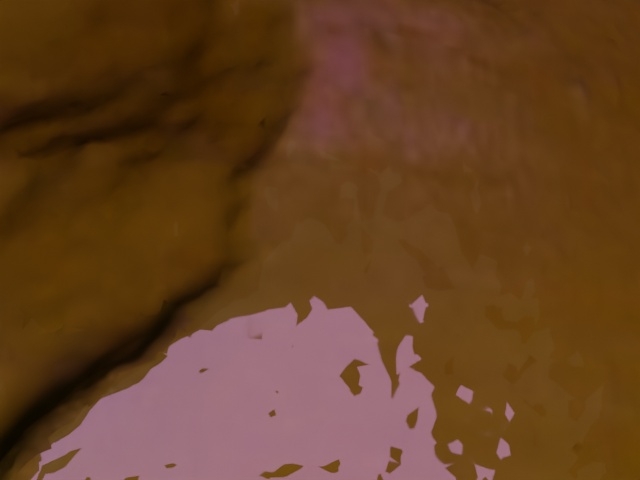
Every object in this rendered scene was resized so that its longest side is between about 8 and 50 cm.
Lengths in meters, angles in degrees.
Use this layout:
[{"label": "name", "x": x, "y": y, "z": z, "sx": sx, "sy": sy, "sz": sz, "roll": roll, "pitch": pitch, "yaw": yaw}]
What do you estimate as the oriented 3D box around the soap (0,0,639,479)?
[{"label": "soap", "x": 0.001, "y": -0.001, "z": 0.424, "sx": 0.427, "sy": 0.115, "sz": 0.306, "roll": 2, "pitch": 72, "yaw": -25}]
